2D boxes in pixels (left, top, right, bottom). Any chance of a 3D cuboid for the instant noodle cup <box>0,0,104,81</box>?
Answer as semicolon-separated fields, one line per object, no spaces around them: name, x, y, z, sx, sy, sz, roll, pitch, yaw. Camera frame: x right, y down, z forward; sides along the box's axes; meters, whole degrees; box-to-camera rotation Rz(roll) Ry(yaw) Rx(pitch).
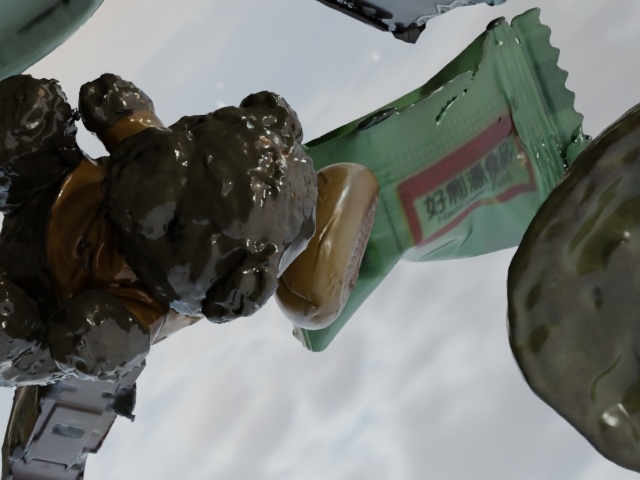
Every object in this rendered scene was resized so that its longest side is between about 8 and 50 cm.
instant noodle cup;-0.247;-0.210;0.846;0.296;0.214;0.296;-25;161;-9

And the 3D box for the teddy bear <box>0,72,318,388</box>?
teddy bear;-0.091;-0.004;0.785;0.190;0.140;0.177;-14;-125;29

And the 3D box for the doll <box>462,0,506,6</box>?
doll;0.121;-0.213;1.176;0.120;0.075;0.180;-28;-172;13

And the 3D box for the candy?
candy;0.108;-0.068;1.638;0.398;0.262;0.172;-25;-155;-18

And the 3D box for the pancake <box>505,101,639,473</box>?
pancake;0.266;0.027;1.099;0.294;0.294;0.049;-50;-163;3

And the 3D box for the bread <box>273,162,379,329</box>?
bread;0.000;0.000;1.280;0.189;0.078;0.114;-71;165;-58

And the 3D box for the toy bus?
toy bus;-0.236;0.144;1.474;0.274;0.090;0.112;124;-32;-49

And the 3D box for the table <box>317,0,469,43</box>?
table;-0.032;-0.195;0.259;0.196;0.282;0.250;-71;-164;-9
